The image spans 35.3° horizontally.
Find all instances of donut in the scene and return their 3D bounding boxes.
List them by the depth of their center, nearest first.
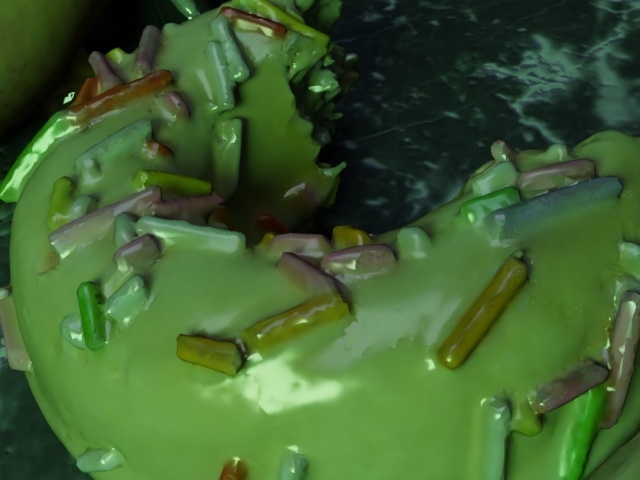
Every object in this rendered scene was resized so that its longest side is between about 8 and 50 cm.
[{"bbox_3d":[-0.010,0.000,0.517,0.307,0.150,0.371,-35,47,-22],"label":"donut"}]

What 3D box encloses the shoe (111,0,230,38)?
[{"bbox_3d":[-0.112,-0.221,0.825,0.112,0.099,0.227,-22,42,-20],"label":"shoe"}]

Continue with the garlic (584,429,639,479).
[{"bbox_3d":[0.120,0.131,0.402,0.152,0.066,0.084,-40,86,1],"label":"garlic"}]

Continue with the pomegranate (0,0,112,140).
[{"bbox_3d":[-0.279,-0.192,0.705,0.338,0.338,0.338,-7,43,7],"label":"pomegranate"}]
